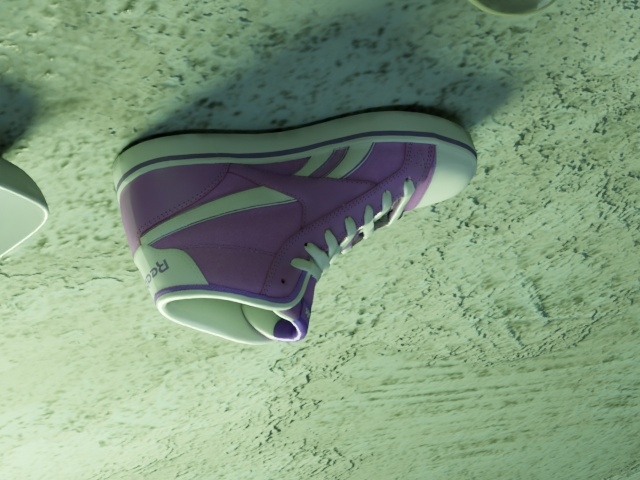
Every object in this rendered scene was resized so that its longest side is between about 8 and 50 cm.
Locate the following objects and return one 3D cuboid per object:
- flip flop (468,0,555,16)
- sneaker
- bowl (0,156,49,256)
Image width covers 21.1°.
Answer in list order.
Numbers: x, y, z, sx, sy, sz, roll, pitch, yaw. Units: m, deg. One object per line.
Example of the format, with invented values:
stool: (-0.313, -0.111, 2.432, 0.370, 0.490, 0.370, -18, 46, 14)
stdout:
flip flop: (0.142, -0.218, 1.010, 0.112, 0.080, 0.277, -8, 151, -18)
sneaker: (0.000, 0.001, 1.255, 0.282, 0.161, 0.102, -9, 151, -18)
bowl: (-0.272, -0.024, 1.164, 0.142, 0.053, 0.142, -31, 150, 25)
